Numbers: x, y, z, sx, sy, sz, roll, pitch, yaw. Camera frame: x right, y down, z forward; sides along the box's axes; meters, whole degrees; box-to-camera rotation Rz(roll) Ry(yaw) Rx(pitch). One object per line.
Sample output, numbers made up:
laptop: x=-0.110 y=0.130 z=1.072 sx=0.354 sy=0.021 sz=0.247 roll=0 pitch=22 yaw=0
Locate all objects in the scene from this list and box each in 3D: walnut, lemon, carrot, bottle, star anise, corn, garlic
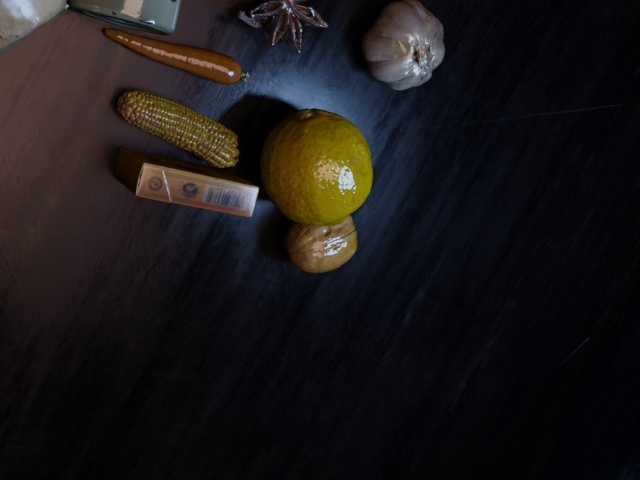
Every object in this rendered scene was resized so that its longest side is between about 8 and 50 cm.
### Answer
walnut: x=0.000 y=0.000 z=1.799 sx=0.197 sy=0.165 sz=0.165 roll=-26 pitch=119 yaw=-21
lemon: x=-0.010 y=-0.171 z=1.669 sx=0.293 sy=0.293 sz=0.293 roll=-11 pitch=112 yaw=-28
carrot: x=-0.303 y=-0.399 z=1.533 sx=0.336 sy=0.069 sz=0.069 roll=11 pitch=101 yaw=-30
bottle: x=-0.341 y=-0.591 z=1.361 sx=0.229 sy=0.229 sz=0.351 roll=9 pitch=99 yaw=-33
star anise: x=-0.096 y=-0.534 z=1.597 sx=0.262 sy=0.081 sz=0.230 roll=-32 pitch=121 yaw=-31
corn: x=-0.310 y=-0.248 z=1.564 sx=0.292 sy=0.101 sz=0.101 roll=21 pitch=95 yaw=-31
garlic: x=0.216 y=-0.484 z=1.761 sx=0.228 sy=0.152 sz=0.227 roll=-7 pitch=106 yaw=-25

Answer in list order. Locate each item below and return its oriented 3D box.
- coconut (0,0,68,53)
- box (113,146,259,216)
coconut: x=-0.617 y=-0.473 z=1.172 sx=0.353 sy=0.353 sz=0.352 roll=-11 pitch=112 yaw=-28
box: x=-0.298 y=-0.129 z=1.563 sx=0.274 sy=0.174 sz=0.076 roll=10 pitch=101 yaw=-34
